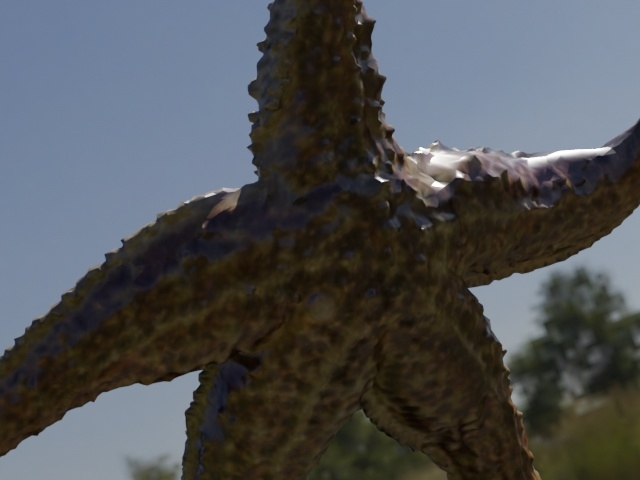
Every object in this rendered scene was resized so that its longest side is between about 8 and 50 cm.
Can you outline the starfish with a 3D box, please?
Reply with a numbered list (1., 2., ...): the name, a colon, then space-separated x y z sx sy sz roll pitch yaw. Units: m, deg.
1. starfish: 0.004 0.003 0.486 0.213 0.238 0.057 -11 25 -25
